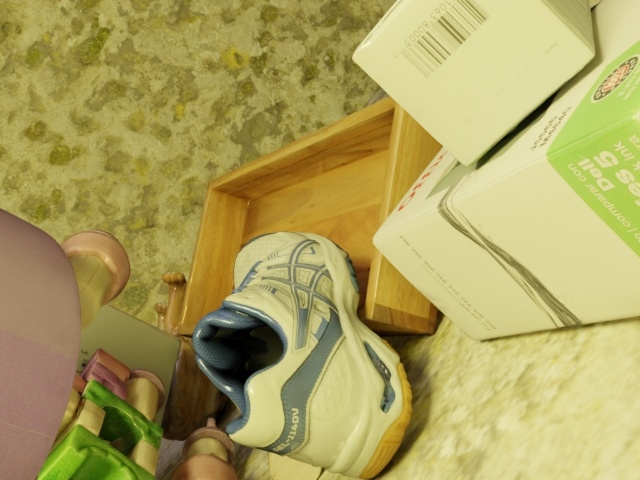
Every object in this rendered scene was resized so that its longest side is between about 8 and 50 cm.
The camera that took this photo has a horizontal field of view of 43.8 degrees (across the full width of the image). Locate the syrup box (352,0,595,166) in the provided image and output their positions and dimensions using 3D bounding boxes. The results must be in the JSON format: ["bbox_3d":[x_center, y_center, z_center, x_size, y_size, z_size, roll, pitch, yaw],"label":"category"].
[{"bbox_3d":[0.108,-0.148,0.512,0.093,0.096,0.237,-43,9,31],"label":"syrup box"}]

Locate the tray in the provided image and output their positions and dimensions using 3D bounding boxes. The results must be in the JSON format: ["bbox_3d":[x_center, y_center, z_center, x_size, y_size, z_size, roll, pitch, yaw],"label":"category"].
[{"bbox_3d":[-0.023,0.002,0.843,0.411,0.076,0.202,-15,62,58],"label":"tray"}]

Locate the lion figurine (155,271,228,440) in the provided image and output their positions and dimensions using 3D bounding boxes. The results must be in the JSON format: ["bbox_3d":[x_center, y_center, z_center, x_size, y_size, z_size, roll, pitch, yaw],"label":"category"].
[{"bbox_3d":[-0.200,0.187,1.214,0.392,0.142,0.240,110,160,-73],"label":"lion figurine"}]

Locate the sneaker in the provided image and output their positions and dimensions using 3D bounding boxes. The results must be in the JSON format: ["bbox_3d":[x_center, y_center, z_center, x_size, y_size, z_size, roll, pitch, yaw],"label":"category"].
[{"bbox_3d":[-0.038,0.059,0.628,0.111,0.131,0.296,-66,26,15],"label":"sneaker"}]

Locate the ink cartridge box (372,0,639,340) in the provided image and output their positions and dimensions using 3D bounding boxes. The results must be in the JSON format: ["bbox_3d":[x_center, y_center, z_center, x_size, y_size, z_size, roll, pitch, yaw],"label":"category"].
[{"bbox_3d":[0.174,-0.057,0.481,0.198,0.115,0.273,-50,8,-22],"label":"ink cartridge box"}]

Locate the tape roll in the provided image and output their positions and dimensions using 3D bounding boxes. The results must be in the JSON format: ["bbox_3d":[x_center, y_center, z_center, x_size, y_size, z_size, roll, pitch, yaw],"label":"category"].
[{"bbox_3d":[-0.296,0.094,0.549,0.275,0.090,0.274,-17,57,27],"label":"tape roll"}]

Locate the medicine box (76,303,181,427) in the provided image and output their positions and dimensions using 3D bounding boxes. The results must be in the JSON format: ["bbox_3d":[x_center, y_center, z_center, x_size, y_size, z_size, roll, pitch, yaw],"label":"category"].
[{"bbox_3d":[-0.320,0.245,0.929,0.289,0.149,0.263,-34,36,39],"label":"medicine box"}]

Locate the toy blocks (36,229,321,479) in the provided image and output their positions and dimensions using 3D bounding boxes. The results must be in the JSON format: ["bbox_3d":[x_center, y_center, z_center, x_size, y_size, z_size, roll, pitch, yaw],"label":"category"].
[{"bbox_3d":[-0.200,0.175,0.735,0.309,0.289,0.260,-49,15,4],"label":"toy blocks"}]
